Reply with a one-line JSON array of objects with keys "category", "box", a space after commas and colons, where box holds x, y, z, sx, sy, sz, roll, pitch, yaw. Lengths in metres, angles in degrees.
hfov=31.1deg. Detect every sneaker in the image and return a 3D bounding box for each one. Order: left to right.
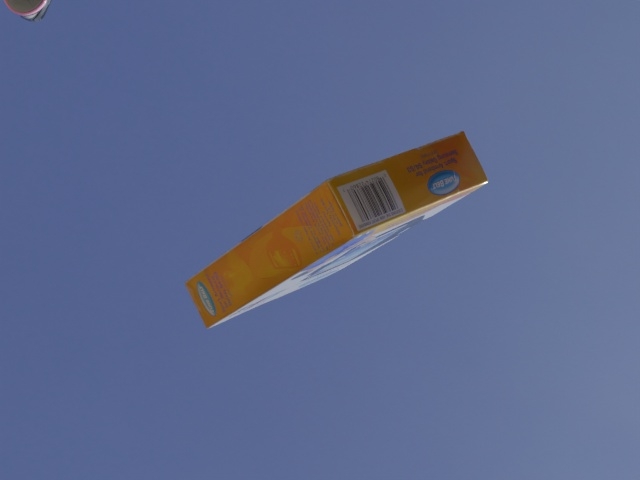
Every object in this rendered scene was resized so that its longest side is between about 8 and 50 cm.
[{"category": "sneaker", "box": [-0.236, -0.240, 0.979, 0.047, 0.057, 0.119, 15, -100, 3]}]

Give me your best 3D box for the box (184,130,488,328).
[{"category": "box", "box": [0.000, 0.000, 0.500, 0.136, 0.081, 0.028, -36, -100, 50]}]
